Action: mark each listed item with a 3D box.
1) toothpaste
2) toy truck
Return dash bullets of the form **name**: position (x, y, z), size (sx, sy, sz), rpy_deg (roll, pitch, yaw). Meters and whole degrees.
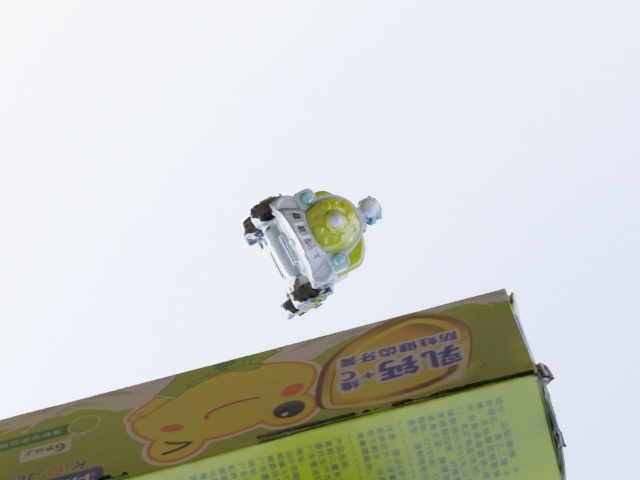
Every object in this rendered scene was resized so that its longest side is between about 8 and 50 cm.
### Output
- **toothpaste**: position (-0.036, 0.118, 1.021), size (0.327, 0.077, 0.110), rpy_deg (-15, -159, 2)
- **toy truck**: position (0.000, 0.000, 1.223), size (0.077, 0.076, 0.111), rpy_deg (-25, 174, -15)
